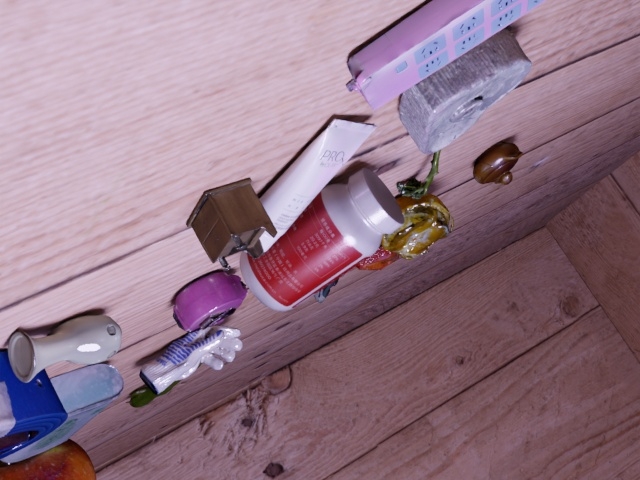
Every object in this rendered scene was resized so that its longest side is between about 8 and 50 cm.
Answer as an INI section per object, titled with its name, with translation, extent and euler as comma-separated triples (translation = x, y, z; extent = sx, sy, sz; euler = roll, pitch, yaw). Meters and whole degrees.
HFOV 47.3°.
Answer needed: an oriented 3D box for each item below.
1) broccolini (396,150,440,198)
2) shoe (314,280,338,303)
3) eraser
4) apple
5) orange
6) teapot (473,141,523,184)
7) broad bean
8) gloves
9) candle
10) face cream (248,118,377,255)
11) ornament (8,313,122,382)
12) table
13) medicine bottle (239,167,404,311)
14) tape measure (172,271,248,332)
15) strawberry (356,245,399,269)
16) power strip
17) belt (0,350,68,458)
[broccolini]
translation = 0.191, -0.121, 1.296
extent = 0.054, 0.052, 0.194
euler = -29, 167, -26
[shoe]
translation = 0.014, 0.080, 1.630
extent = 0.099, 0.071, 0.169
euler = -34, 164, 1
[eraser]
translation = -0.497, 0.326, 1.374
extent = 0.227, 0.081, 0.174
euler = -39, 166, 36
[apple]
translation = -0.595, 0.515, 1.488
extent = 0.272, 0.206, 0.251
euler = -15, -161, -9
[orange]
translation = 0.185, -0.037, 1.468
extent = 0.160, 0.112, 0.169
euler = -16, 140, -16
[teapot]
translation = 0.373, -0.154, 1.517
extent = 0.098, 0.078, 0.129
euler = -25, 166, -26
[broad bean]
translation = -0.375, 0.341, 1.789
extent = 0.256, 0.052, 0.052
euler = -37, -152, 14
[gloves]
translation = -0.270, 0.243, 1.540
extent = 0.229, 0.097, 0.119
euler = -21, 169, -20
[candle]
translation = 0.172, -0.192, 0.945
extent = 0.169, 0.068, 0.192
euler = -13, 155, -50
[face cream]
translation = -0.027, -0.074, 0.981
extent = 0.092, 0.058, 0.243
euler = -6, 146, -52
[ornament]
translation = -0.355, 0.145, 1.034
extent = 0.081, 0.074, 0.156
euler = 12, -165, 34
[table]
translation = -0.111, -0.017, 0.930
extent = 0.070, 0.082, 0.083
euler = -22, 164, -36
[medicine bottle]
translation = 0.000, 0.000, 1.142
extent = 0.250, 0.131, 0.131
euler = -36, 166, 20
[tape measure]
translation = -0.186, 0.106, 1.250
extent = 0.125, 0.074, 0.118
euler = -18, 162, -50
[strawberry]
translation = 0.153, 0.043, 1.845
extent = 0.152, 0.048, 0.104
euler = -27, 164, -31
[power strip]
translation = 0.150, -0.236, 0.788
extent = 0.279, 0.037, 0.109
euler = -32, 168, 7
[belt]
translation = -0.498, 0.251, 1.004
extent = 0.212, 0.117, 0.347
euler = -32, 168, 12
